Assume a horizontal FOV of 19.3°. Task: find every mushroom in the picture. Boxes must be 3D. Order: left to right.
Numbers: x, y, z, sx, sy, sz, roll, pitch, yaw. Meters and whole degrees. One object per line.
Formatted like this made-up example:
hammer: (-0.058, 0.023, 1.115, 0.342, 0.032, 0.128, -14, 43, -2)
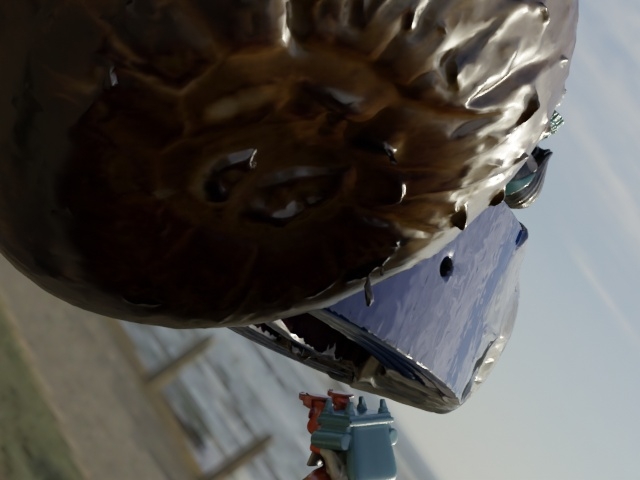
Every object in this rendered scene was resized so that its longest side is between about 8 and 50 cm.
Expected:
mushroom: (-0.038, -0.078, 0.746, 0.297, 0.278, 0.163, 93, 0, -48)

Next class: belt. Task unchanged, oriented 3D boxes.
belt: (0.000, 0.000, 1.074, 0.212, 0.117, 0.347, 18, -10, 20)

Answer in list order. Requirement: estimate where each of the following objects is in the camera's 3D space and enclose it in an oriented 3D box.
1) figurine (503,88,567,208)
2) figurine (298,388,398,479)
figurine: (0.149, -0.070, 1.412, 0.047, 0.106, 0.060, 34, -16, -35)
figurine: (0.014, 0.186, 1.428, 0.075, 0.140, 0.068, 9, 2, 41)
